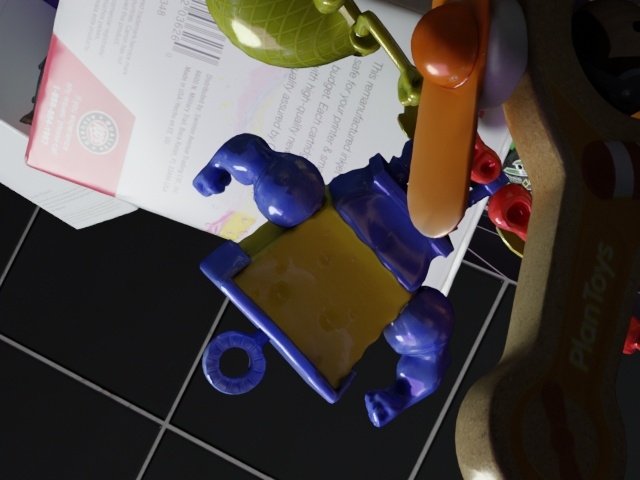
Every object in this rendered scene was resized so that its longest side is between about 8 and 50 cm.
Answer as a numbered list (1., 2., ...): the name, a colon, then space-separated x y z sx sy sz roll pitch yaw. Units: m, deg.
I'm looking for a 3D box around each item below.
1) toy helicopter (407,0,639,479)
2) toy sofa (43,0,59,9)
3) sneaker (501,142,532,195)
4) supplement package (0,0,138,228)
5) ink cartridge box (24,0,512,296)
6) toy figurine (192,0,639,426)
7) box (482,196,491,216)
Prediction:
1. toy helicopter: 0.126 -0.030 0.928 0.235 0.355 0.140 31 149 -25
2. toy sofa: -0.112 -0.195 1.400 0.362 0.177 0.150 28 180 -11
3. sneaker: 0.221 -0.055 1.450 0.146 0.134 0.343 31 174 -42
4. supplement package: -0.212 -0.102 1.410 0.179 0.105 0.105 33 155 -25
5. ink cartridge box: -0.023 -0.114 1.262 0.306 0.226 0.131 20 -143 -3
6. toy figurine: 0.000 0.000 1.091 0.362 0.217 0.191 47 -176 -18
7. box: 0.056 -0.125 2.050 0.295 0.073 0.293 28 176 -35
